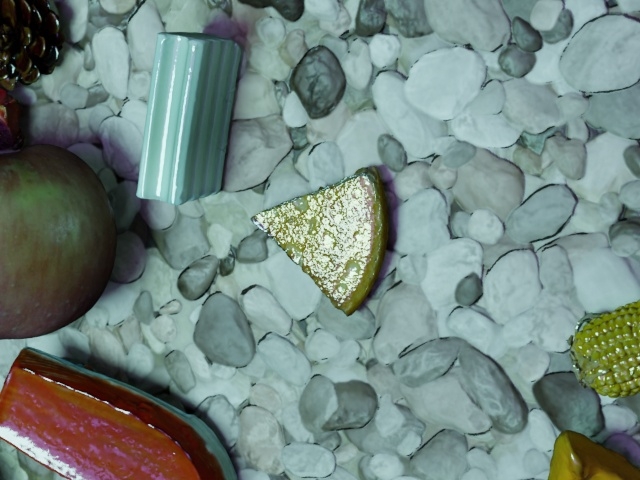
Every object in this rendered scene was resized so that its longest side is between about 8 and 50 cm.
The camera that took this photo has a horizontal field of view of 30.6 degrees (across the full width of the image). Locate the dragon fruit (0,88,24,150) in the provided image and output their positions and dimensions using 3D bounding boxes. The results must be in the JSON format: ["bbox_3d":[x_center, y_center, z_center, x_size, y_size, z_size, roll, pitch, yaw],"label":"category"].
[{"bbox_3d":[-0.438,-0.172,1.538,0.112,0.126,0.068,-2,57,27],"label":"dragon fruit"}]

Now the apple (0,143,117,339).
[{"bbox_3d":[-0.406,0.002,1.442,0.306,0.306,0.235,0,97,21],"label":"apple"}]

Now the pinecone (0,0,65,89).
[{"bbox_3d":[-0.400,-0.257,1.485,0.140,0.121,0.140,8,109,24],"label":"pinecone"}]

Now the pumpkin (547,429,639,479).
[{"bbox_3d":[0.343,0.381,1.333,0.258,0.095,0.290,23,111,11],"label":"pumpkin"}]

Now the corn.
[{"bbox_3d":[0.410,0.087,1.257,0.293,0.106,0.106,-23,91,19],"label":"corn"}]

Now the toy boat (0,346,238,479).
[{"bbox_3d":[-0.259,0.254,1.530,0.332,0.133,0.145,27,103,3],"label":"toy boat"}]

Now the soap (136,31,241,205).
[{"bbox_3d":[-0.158,-0.149,1.412,0.066,0.119,0.198,14,104,18],"label":"soap"}]

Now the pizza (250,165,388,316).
[{"bbox_3d":[0.000,0.000,1.426,0.176,0.036,0.184,3,103,22],"label":"pizza"}]
